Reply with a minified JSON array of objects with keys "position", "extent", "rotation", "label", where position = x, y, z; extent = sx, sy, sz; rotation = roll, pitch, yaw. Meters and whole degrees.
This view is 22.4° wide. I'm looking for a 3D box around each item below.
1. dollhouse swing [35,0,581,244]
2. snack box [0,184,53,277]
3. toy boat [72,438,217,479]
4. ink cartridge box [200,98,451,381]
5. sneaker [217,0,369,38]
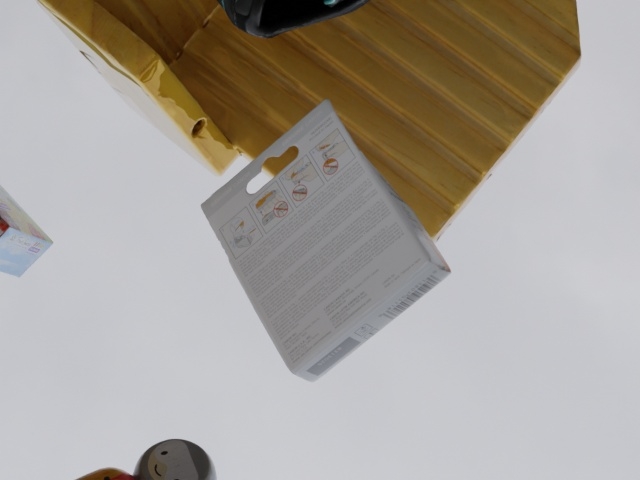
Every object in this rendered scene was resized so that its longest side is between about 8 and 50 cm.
[{"position":[0.014,-0.207,1.357],"extent":[0.305,0.315,0.347],"rotation":[37,-97,27],"label":"dollhouse swing"},{"position":[-0.434,-0.057,1.948],"extent":[0.207,0.070,0.174],"rotation":[45,-179,9],"label":"snack box"},{"position":[-0.118,0.323,1.275],"extent":[0.148,0.318,0.267],"rotation":[-17,-177,-20],"label":"toy boat"},{"position":[0.000,0.000,1.274],"extent":[0.045,0.145,0.179],"rotation":[30,-155,-53],"label":"ink cartridge box"},{"position":[0.045,-0.228,1.281],"extent":[0.267,0.101,0.106],"rotation":[-24,-149,5],"label":"sneaker"}]
